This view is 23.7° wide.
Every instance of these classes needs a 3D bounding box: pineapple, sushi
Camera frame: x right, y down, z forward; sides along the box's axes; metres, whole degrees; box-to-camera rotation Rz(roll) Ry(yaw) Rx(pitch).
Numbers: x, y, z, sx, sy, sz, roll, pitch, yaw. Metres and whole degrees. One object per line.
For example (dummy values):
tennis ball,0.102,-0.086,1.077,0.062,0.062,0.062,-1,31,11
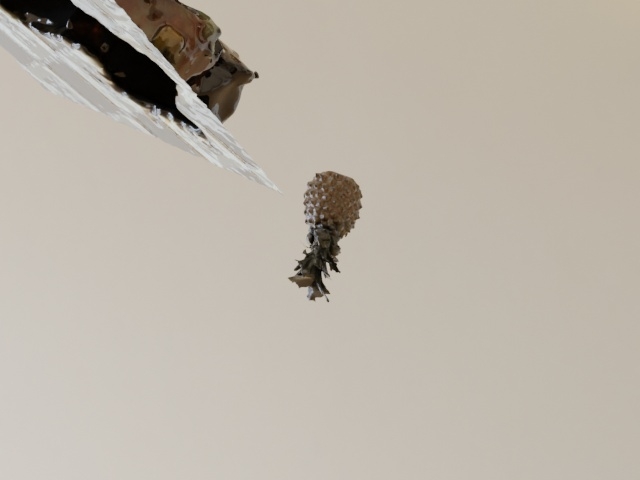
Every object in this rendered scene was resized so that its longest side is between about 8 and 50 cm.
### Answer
pineapple,0.000,0.000,1.345,0.058,0.124,0.058,13,-31,8
sushi,-0.165,-0.166,0.905,0.292,0.059,0.294,25,-16,43
